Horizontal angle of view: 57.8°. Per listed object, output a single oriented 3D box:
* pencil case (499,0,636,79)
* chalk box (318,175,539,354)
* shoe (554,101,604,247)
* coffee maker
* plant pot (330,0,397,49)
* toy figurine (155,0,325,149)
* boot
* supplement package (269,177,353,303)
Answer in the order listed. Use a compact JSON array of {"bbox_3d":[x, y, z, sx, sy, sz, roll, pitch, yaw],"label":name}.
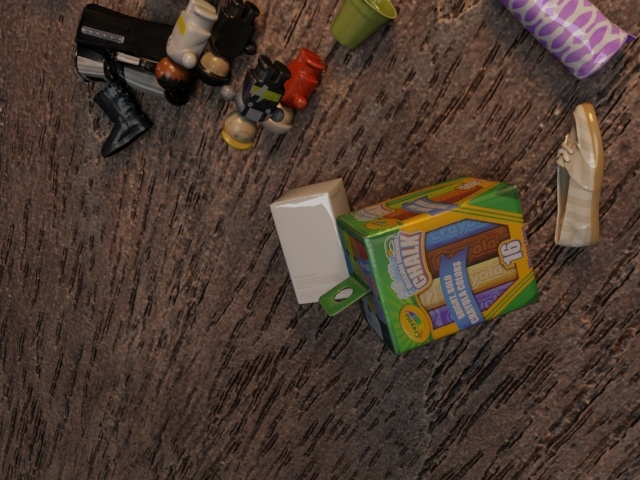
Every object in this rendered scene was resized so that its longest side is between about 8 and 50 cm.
[{"bbox_3d":[0.321,-0.315,0.788,0.088,0.086,0.206,-45,94,-3],"label":"pencil case"},{"bbox_3d":[0.134,0.034,0.851,0.288,0.180,0.179,-18,105,-9],"label":"chalk box"},{"bbox_3d":[0.376,-0.090,0.852,0.058,0.076,0.219,-4,110,12],"label":"shoe"},{"bbox_3d":[-0.291,-0.323,0.953,0.178,0.120,0.171,18,72,8],"label":"coffee maker"},{"bbox_3d":[0.058,-0.331,0.865,0.083,0.083,0.079,44,128,-2],"label":"plant pot"},{"bbox_3d":[-0.123,-0.248,0.869,0.213,0.209,0.148,39,120,1],"label":"toy figurine"},{"bbox_3d":[-0.370,-0.218,1.040,0.121,0.045,0.099,-32,100,16],"label":"boot"},{"bbox_3d":[0.000,0.000,0.978,0.105,0.105,0.180,-10,107,20],"label":"supplement package"}]
